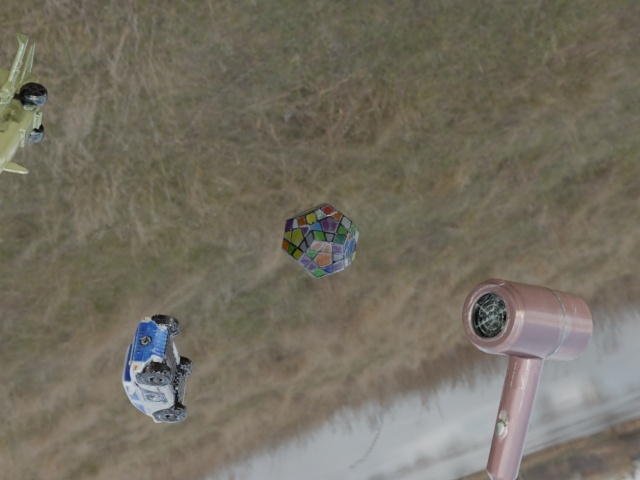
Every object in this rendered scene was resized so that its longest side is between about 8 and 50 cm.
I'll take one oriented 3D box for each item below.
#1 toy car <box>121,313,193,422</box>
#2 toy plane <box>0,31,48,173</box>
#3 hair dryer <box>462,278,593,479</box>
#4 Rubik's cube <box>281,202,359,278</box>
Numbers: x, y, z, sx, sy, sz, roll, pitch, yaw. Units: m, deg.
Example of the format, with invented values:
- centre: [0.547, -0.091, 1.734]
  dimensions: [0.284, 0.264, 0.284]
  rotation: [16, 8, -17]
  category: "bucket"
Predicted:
- centre: [-0.200, 0.163, 1.028]
  dimensions: [0.070, 0.080, 0.171]
  rotation: [1, 144, 2]
  category: "toy car"
- centre: [-0.430, -0.163, 1.160]
  dimensions: [0.092, 0.244, 0.229]
  rotation: [12, 136, -16]
  category: "toy plane"
- centre: [0.323, 0.247, 1.407]
  dimensions: [0.210, 0.353, 0.125]
  rotation: [12, 180, -39]
  category: "hair dryer"
- centre: [0.000, 0.000, 1.172]
  dimensions: [0.111, 0.093, 0.111]
  rotation: [-20, -174, 2]
  category: "Rubik's cube"
